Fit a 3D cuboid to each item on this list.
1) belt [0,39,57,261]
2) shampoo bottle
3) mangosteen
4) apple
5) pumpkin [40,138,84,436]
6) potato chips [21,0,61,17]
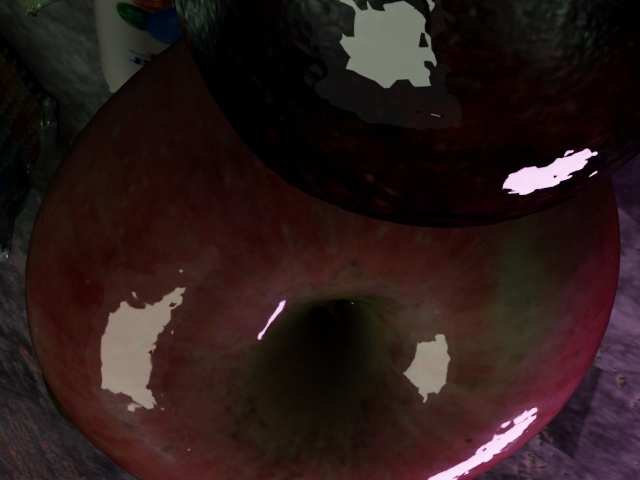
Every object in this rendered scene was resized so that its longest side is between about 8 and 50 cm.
[{"bbox_3d":[-0.332,-0.093,1.353,0.207,0.150,0.257,-6,135,35],"label":"belt"},{"bbox_3d":[-0.097,-0.157,1.056,0.092,0.092,0.303,29,158,6],"label":"shampoo bottle"},{"bbox_3d":[0.076,-0.149,0.752,0.300,0.300,0.300,24,150,15],"label":"mangosteen"},{"bbox_3d":[0.000,0.000,1.006,0.344,0.269,0.345,-4,121,-6],"label":"apple"},{"bbox_3d":[-0.119,0.038,1.267,0.242,0.232,0.325,36,148,-1],"label":"pumpkin"},{"bbox_3d":[-0.213,-0.215,1.132,0.228,0.059,0.167,35,143,25],"label":"potato chips"}]
